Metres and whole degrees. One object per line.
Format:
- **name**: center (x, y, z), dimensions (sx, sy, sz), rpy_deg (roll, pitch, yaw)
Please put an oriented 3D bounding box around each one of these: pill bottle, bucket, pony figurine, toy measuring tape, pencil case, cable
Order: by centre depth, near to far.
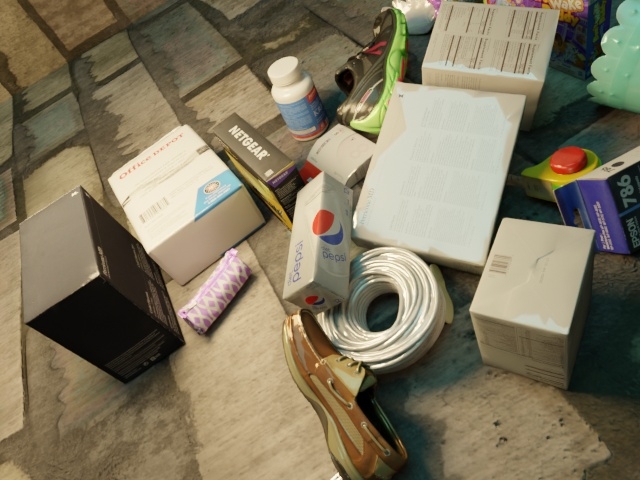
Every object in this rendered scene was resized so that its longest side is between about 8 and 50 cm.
- **cable**: center (0.118, 0.138, 1.006), dimensions (0.257, 0.089, 0.257), rpy_deg (28, 78, 44)
- **bucket**: center (0.717, -0.394, 1.073), dimensions (0.183, 0.281, 0.281), rpy_deg (33, 72, 30)
- **toy measuring tape**: center (0.481, -0.151, 1.099), dimensions (0.121, 0.121, 0.330), rpy_deg (-46, 38, -15)
- **pencil case**: center (-0.254, 0.122, 1.222), dimensions (0.086, 0.088, 0.206), rpy_deg (19, 62, 36)
- **pill bottle**: center (-0.066, -0.406, 1.471), dimensions (0.124, 0.221, 0.124), rpy_deg (-13, 50, 15)
- **pony figurine**: center (0.392, -0.788, 1.570), dimensions (0.363, 0.303, 0.351), rpy_deg (-37, 54, -27)

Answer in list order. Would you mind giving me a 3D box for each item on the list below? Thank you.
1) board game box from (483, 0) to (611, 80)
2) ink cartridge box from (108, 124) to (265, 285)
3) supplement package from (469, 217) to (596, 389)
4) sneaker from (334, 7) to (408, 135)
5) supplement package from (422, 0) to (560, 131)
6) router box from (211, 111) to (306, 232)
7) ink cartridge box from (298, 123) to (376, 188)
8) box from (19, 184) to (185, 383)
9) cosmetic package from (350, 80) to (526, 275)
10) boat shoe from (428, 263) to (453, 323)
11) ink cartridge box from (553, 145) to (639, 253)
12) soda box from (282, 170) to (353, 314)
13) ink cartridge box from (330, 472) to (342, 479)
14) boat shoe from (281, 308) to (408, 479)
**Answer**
- **board game box**: center (0.569, -0.586, 1.316), dimensions (0.078, 0.233, 0.347), rpy_deg (-35, 47, -6)
- **ink cartridge box**: center (-0.378, -0.114, 1.416), dimensions (0.285, 0.166, 0.395), rpy_deg (-37, 48, -8)
- **supplement package**: center (0.364, 0.106, 0.868), dimensions (0.149, 0.203, 0.194), rpy_deg (12, 59, 32)
- **sneaker**: center (0.146, -0.506, 1.470), dimensions (0.202, 0.185, 0.483), rpy_deg (5, 54, 13)
- **supplement package**: center (0.395, -0.413, 1.217), dimensions (0.262, 0.199, 0.198), rpy_deg (13, 73, 17)
- **router box**: center (-0.127, -0.155, 1.282), dimensions (0.081, 0.243, 0.309), rpy_deg (-38, 47, -8)
- **ink cartridge box**: center (0.027, -0.201, 1.378), dimensions (0.232, 0.066, 0.189), rpy_deg (-37, 47, -12)
- **box**: center (-0.516, 0.102, 1.206), dimensions (0.178, 0.313, 0.343), rpy_deg (-33, 47, -3)
- **cosmetic package**: center (0.251, -0.142, 1.097), dimensions (0.284, 0.097, 0.378), rpy_deg (14, 78, 20)
- **boat shoe**: center (0.233, 0.112, 1.036), dimensions (0.042, 0.048, 0.133), rpy_deg (-37, 48, 33)
- **ink cartridge box**: center (0.614, -0.093, 0.940), dimensions (0.332, 0.165, 0.065), rpy_deg (-28, 18, 3)
- **soda box**: center (0.000, 0.000, 1.054), dimensions (0.098, 0.091, 0.286), rpy_deg (-33, 38, 40)
- **ink cartridge box**: center (0.045, 0.430, 0.872), dimensions (0.048, 0.028, 0.083), rpy_deg (-40, 47, -10)
- **boat shoe**: center (0.047, 0.260, 0.897), dimensions (0.120, 0.122, 0.324), rpy_deg (-36, 70, 19)
